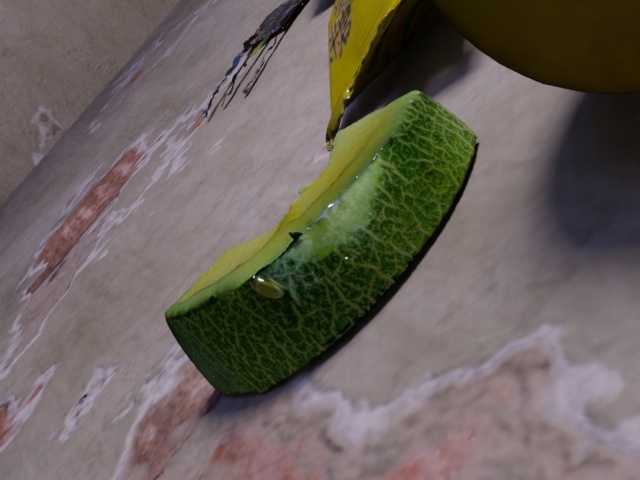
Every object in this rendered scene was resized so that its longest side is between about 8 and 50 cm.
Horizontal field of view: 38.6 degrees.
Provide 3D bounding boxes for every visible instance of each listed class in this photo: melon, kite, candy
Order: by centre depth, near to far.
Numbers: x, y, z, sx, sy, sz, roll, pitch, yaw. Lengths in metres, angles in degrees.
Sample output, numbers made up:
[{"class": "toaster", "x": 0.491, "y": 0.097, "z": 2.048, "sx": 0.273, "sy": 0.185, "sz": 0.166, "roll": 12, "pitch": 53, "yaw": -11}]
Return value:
[{"class": "melon", "x": 0.000, "y": 0.000, "z": 0.528, "sx": 0.209, "sy": 0.064, "sz": 0.118, "roll": -49, "pitch": 16, "yaw": -9}, {"class": "candy", "x": 0.064, "y": -0.223, "z": 0.740, "sx": 0.187, "sy": 0.081, "sz": 0.297, "roll": -59, "pitch": 7, "yaw": 43}, {"class": "kite", "x": -0.072, "y": -0.262, "z": 1.183, "sx": 0.152, "sy": 0.015, "sz": 0.285, "roll": -27, "pitch": 29, "yaw": 44}]

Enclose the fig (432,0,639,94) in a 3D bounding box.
[{"class": "fig", "x": 0.132, "y": -0.179, "z": 0.383, "sx": 0.207, "sy": 0.207, "sz": 0.230, "roll": -27, "pitch": 30, "yaw": 43}]
